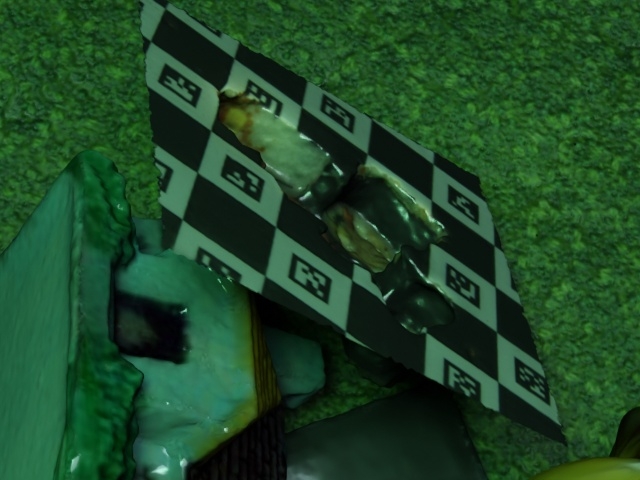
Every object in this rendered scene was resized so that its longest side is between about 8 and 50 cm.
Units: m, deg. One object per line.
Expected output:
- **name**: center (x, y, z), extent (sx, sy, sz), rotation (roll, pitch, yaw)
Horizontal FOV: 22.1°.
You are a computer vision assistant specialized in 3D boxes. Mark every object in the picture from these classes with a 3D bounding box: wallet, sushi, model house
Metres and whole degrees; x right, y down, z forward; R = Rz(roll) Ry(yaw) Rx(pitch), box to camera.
- **wallet**: center (-0.010, 0.207, 1.195), extent (0.285, 0.030, 0.146), rotation (-17, 73, -15)
- **sushi**: center (0.000, 0.000, 1.161), extent (0.339, 0.069, 0.320), rotation (27, 29, -28)
- **model house**: center (-0.095, 0.125, 1.106), extent (0.248, 0.230, 0.281), rotation (15, 53, -25)

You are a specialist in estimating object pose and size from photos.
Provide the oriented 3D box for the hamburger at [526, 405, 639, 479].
- **hamburger**: center (0.284, 0.287, 1.035), extent (0.277, 0.396, 0.396), rotation (-17, 70, -16)
